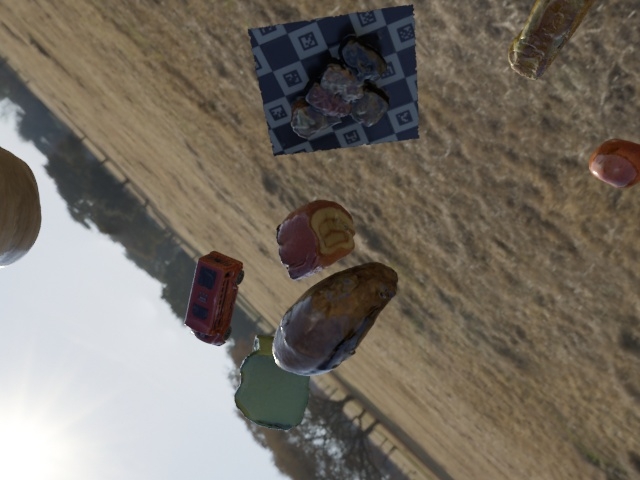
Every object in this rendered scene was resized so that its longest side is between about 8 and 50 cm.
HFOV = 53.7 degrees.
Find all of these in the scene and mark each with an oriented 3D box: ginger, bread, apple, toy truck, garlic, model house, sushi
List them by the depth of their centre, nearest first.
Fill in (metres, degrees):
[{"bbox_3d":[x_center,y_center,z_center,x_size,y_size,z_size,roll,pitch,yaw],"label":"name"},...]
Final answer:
[{"bbox_3d":[-0.434,-0.060,0.742,0.228,0.152,0.228,39,179,1],"label":"garlic"},{"bbox_3d":[0.042,-0.302,1.310,0.069,0.339,0.320,-94,-3,-46],"label":"sushi"},{"bbox_3d":[0.026,0.165,1.325,0.165,0.321,0.172,53,-170,19],"label":"ginger"},{"bbox_3d":[-0.290,0.163,1.676,0.107,0.253,0.114,20,-164,18],"label":"toy truck"},{"bbox_3d":[-0.134,0.368,1.703,0.195,0.214,0.189,5,-165,-9],"label":"model house"},{"bbox_3d":[0.624,-0.586,1.706,0.132,0.167,0.294,33,145,6],"label":"bread"},{"bbox_3d":[-0.003,-0.012,1.714,0.123,0.244,0.190,-17,93,36],"label":"bread"},{"bbox_3d":[0.875,-0.228,1.843,0.163,0.139,0.163,23,-158,-10],"label":"apple"}]
